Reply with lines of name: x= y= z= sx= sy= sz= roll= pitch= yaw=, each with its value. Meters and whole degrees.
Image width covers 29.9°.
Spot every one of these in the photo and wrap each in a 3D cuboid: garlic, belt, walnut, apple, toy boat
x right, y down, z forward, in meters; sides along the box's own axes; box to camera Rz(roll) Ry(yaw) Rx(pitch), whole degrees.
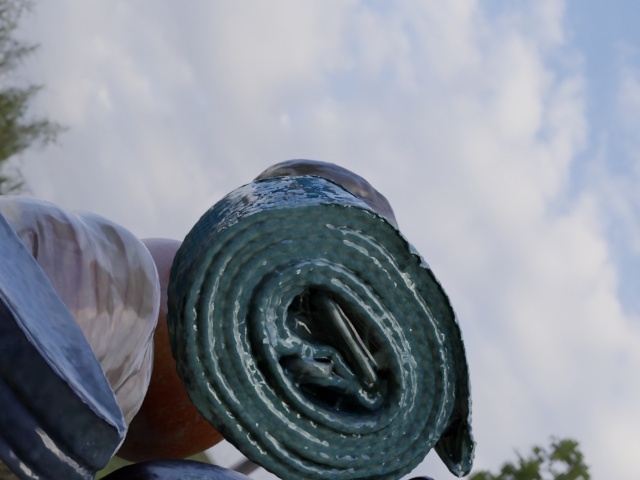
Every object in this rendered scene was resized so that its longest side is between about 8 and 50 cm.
garlic: x=-0.289 y=0.104 z=0.999 sx=0.259 sy=0.317 sz=0.317 roll=47 pitch=-21 yaw=43
belt: x=-0.003 y=0.049 z=0.621 sx=0.082 sy=0.148 sz=0.163 roll=-129 pitch=-149 yaw=-73
walnut: x=-0.001 y=0.000 z=1.058 sx=0.162 sy=0.140 sz=0.140 roll=17 pitch=-5 yaw=-24
apple: x=-0.190 y=0.125 z=1.309 sx=0.253 sy=0.253 sz=0.253 roll=47 pitch=-22 yaw=26
toy boat: x=-0.227 y=0.047 z=0.798 sx=0.283 sy=0.078 sz=0.127 roll=54 pitch=3 yaw=9

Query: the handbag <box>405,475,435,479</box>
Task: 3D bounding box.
handbag: x=0.114 y=0.342 z=1.120 sx=0.135 sy=0.146 sz=0.225 roll=39 pitch=22 yaw=-51

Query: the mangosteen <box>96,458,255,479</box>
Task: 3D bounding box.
mangosteen: x=-0.126 y=0.348 z=0.995 sx=0.330 sy=0.330 sz=0.330 roll=47 pitch=-22 yaw=26
